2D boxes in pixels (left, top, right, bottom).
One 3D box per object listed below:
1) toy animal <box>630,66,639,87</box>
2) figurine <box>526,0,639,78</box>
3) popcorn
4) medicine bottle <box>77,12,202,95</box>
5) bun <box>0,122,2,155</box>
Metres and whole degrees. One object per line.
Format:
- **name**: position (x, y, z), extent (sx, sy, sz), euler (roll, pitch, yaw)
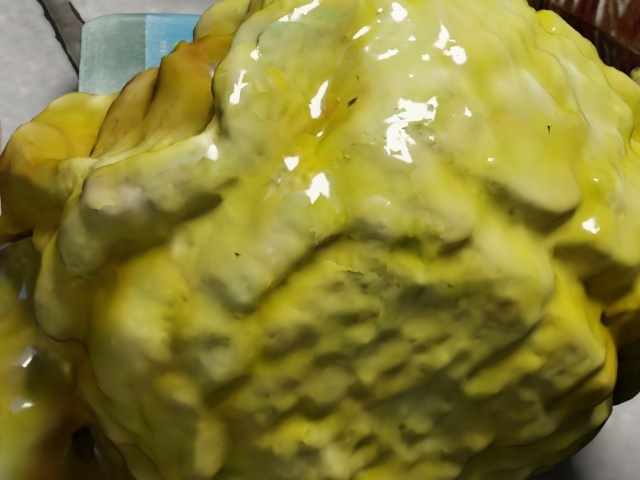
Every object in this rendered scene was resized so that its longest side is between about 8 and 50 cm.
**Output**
- **toy animal**: position (0.205, -0.051, 0.690), extent (0.136, 0.181, 0.073), euler (-33, 74, 5)
- **figurine**: position (0.059, -0.169, 0.769), extent (0.315, 0.187, 0.168), euler (37, 87, 23)
- **popcorn**: position (0.000, 0.000, 0.560), extent (0.286, 0.225, 0.173), euler (-5, 44, -11)
- **medicine bottle**: position (-0.013, -0.070, 0.740), extent (0.209, 0.053, 0.090), euler (1, 46, -7)
- **bun**: position (-0.282, -0.032, 0.606), extent (0.299, 0.164, 0.299), euler (16, 29, -9)
